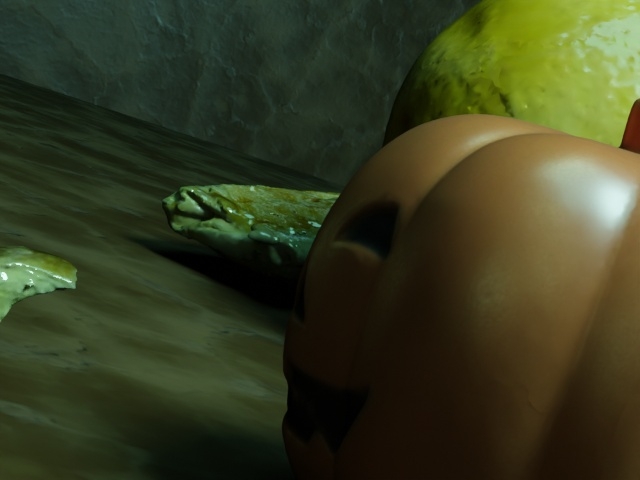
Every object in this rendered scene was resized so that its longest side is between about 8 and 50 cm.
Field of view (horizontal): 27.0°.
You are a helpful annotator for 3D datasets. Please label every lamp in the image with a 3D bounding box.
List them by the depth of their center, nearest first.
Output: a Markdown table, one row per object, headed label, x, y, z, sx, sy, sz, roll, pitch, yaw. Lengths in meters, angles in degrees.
| label | x | y | z | sx | sy | sz | roll | pitch | yaw |
| --- | --- | --- | --- | --- | --- | --- | --- | --- | --- |
| lamp | 0.084 | 0.034 | 0.417 | 0.187 | 0.164 | 0.187 | 17 | 8 | -2 |

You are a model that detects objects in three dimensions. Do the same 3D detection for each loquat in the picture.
| label | x | y | z | sx | sy | sz | roll | pitch | yaw |
| --- | --- | --- | --- | --- | --- | --- | --- | --- | --- |
| loquat | 0.168 | -0.016 | 0.741 | 0.274 | 0.275 | 0.275 | 19 | 6 | -2 |

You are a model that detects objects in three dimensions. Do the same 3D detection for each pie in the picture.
| label | x | y | z | sx | sy | sz | roll | pitch | yaw |
| --- | --- | --- | --- | --- | --- | --- | --- | --- | --- |
| pie | 0.000 | 0.000 | 0.933 | 0.128 | 0.068 | 0.282 | 21 | 6 | 27 |

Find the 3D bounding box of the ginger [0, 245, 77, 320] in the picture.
| label | x | y | z | sx | sy | sz | roll | pitch | yaw |
| --- | --- | --- | --- | --- | --- | --- | --- | --- | --- |
| ginger | -0.152 | 0.014 | 0.441 | 0.137 | 0.044 | 0.057 | 12 | 37 | -13 |
